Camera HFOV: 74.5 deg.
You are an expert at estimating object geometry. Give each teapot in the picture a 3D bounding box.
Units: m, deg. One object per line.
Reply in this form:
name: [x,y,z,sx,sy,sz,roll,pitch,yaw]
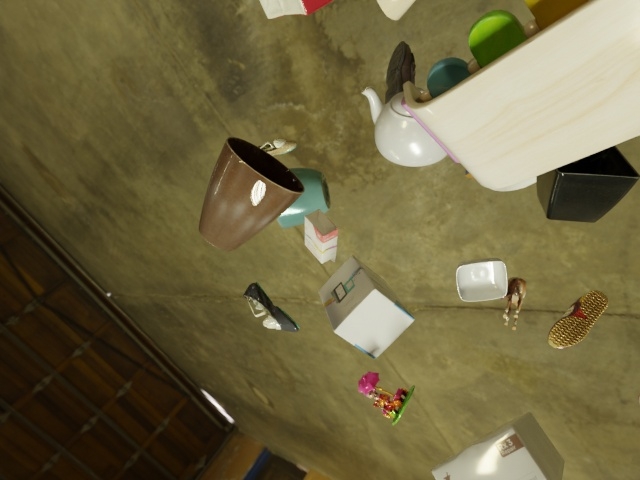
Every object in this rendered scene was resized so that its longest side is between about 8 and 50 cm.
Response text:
teapot: [0.278,-0.347,1.206,0.187,0.256,0.252,83,168,-49]

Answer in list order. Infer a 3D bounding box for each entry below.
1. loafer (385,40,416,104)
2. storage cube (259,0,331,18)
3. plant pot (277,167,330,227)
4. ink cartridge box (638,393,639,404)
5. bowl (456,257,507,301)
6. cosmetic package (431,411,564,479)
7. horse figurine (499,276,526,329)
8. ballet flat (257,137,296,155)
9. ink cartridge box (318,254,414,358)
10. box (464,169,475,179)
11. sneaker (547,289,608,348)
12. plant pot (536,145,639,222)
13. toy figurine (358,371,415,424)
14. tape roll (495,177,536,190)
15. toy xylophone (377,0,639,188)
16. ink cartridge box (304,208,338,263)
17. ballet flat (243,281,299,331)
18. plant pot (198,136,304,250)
loafer: [0.296,-0.576,1.507,0.095,0.302,0.109,19,154,-19]
storage cube: [-0.030,-0.548,0.772,0.184,0.193,0.214,38,163,52]
plant pot: [-0.084,-0.218,2.025,0.236,0.292,0.292,-9,129,11]
ink cartridge box: [0.414,0.140,0.233,0.131,0.307,0.226,79,176,-50]
bowl: [0.481,0.112,1.267,0.142,0.053,0.141,-9,118,13]
cosmetic package: [0.245,0.298,0.559,0.231,0.117,0.085,25,-150,-56]
horse figurine: [0.638,0.187,1.390,0.066,0.174,0.263,9,160,28]
ballet flat: [-0.205,-0.420,1.891,0.207,0.073,0.067,-13,137,29]
ink cartridge box: [0.148,0.222,1.462,0.198,0.197,0.270,38,-170,-22]
box: [0.276,-0.149,0.641,0.028,0.081,0.136,18,168,-11]
sneaker: [0.651,0.209,1.075,0.069,0.185,0.084,47,177,24]
plant pot: [0.687,-0.152,1.132,0.188,0.188,0.166,4,129,8]
toy figurine: [0.193,0.490,1.341,0.159,0.130,0.173,28,135,17]
tape roll: [0.756,-0.317,1.630,0.287,0.100,0.286,-4,146,-3]
toy xylophone: [0.190,-0.157,0.299,0.323,0.081,0.236,-16,133,39]
ink cartridge box: [0.000,0.000,1.502,0.115,0.067,0.198,48,155,31]
ballet flat: [-0.148,0.203,1.189,0.203,0.074,0.074,42,150,24]
plant pot: [-0.191,-0.093,1.024,0.215,0.215,0.230,39,108,4]
